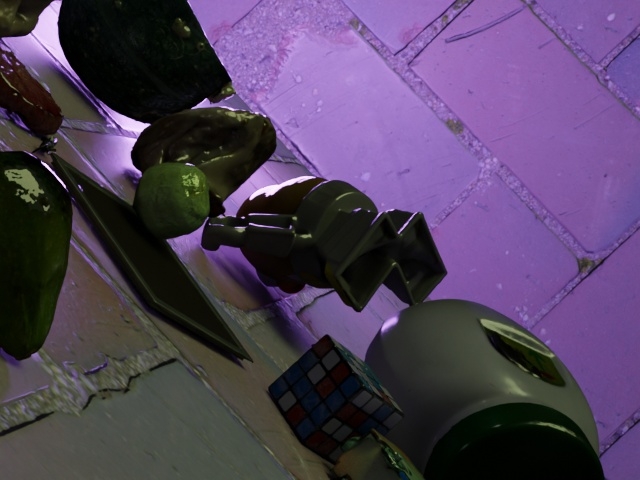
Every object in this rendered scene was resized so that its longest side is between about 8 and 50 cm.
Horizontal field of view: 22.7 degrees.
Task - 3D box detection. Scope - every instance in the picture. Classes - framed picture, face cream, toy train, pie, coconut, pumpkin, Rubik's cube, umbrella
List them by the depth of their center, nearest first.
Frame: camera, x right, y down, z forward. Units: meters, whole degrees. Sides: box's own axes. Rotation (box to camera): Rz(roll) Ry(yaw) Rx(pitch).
[{"bbox_3d":[0.086,0.277,1.644,0.099,0.072,0.188,37,11,-50],"label":"toy train"},{"bbox_3d":[-0.185,0.022,1.724,0.252,0.014,0.197,51,8,36],"label":"framed picture"},{"bbox_3d":[0.017,0.175,1.727,0.092,0.092,0.092,39,9,-47],"label":"Rubik's cube"},{"bbox_3d":[-0.298,-0.108,1.763,0.022,0.022,0.149,59,5,-8],"label":"umbrella"},{"bbox_3d":[-0.348,-0.177,1.791,0.154,0.036,0.154,46,7,-7],"label":"pie"},{"bbox_3d":[-0.171,-0.044,1.796,0.088,0.096,0.087,27,60,-60],"label":"coconut"},{"bbox_3d":[0.201,0.226,1.971,0.312,0.219,0.357,27,19,-19],"label":"face cream"},{"bbox_3d":[-0.263,-0.280,2.291,0.263,0.197,0.293,59,0,-1],"label":"pumpkin"}]

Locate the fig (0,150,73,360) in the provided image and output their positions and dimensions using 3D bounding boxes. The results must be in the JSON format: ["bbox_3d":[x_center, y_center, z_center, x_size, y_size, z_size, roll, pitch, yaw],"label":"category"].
[{"bbox_3d":[-0.240,0.010,1.167,0.123,0.123,0.156,-30,115,-83],"label":"fig"}]

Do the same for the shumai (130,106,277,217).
[{"bbox_3d":[-0.148,-0.091,2.058,0.201,0.201,0.120,35,40,-59],"label":"shumai"}]

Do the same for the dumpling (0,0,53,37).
[{"bbox_3d":[-0.396,-0.298,2.015,0.166,0.086,0.332,14,7,1],"label":"dumpling"}]

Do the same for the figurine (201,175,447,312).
[{"bbox_3d":[0.001,-0.001,2.156,0.285,0.167,0.342,18,-8,40],"label":"figurine"}]
